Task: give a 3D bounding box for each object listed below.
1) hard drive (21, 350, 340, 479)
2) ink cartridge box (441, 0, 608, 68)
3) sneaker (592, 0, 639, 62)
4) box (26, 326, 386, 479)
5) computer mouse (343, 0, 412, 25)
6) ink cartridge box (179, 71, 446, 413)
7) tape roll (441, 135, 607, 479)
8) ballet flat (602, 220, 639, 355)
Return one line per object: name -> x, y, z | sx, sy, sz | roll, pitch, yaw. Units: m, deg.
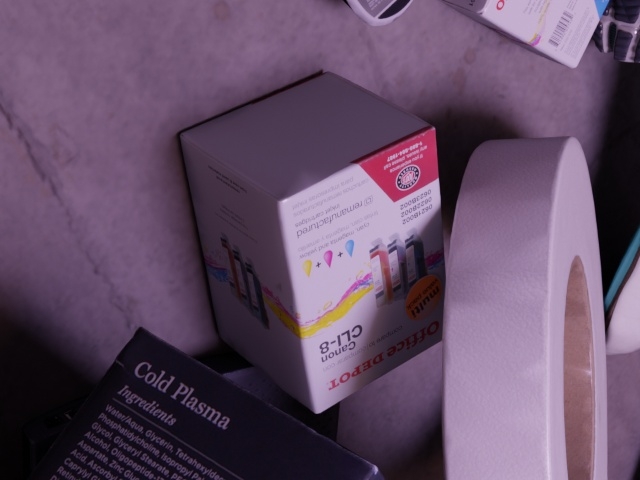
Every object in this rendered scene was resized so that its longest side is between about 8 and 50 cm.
hard drive -> -0.101, 0.167, 0.967 | 0.255, 0.054, 0.172 | -14, 120, -34
ink cartridge box -> 0.159, -0.194, 0.986 | 0.122, 0.052, 0.088 | 19, 100, -44
sneaker -> 0.289, -0.269, 1.023 | 0.110, 0.107, 0.275 | -9, 121, -50
box -> -0.079, 0.281, 0.801 | 0.312, 0.179, 0.343 | -55, 150, -17
computer mouse -> 0.005, -0.223, 0.855 | 0.106, 0.042, 0.193 | -43, 127, -19
ink cartridge box -> 0.000, 0.000, 0.908 | 0.128, 0.127, 0.176 | -27, 128, -26
tape roll -> 0.163, 0.116, 0.985 | 0.392, 0.072, 0.392 | -2, 90, -73
ballet flat -> 0.335, -0.039, 1.100 | 0.139, 0.139, 0.400 | -16, 133, -32
